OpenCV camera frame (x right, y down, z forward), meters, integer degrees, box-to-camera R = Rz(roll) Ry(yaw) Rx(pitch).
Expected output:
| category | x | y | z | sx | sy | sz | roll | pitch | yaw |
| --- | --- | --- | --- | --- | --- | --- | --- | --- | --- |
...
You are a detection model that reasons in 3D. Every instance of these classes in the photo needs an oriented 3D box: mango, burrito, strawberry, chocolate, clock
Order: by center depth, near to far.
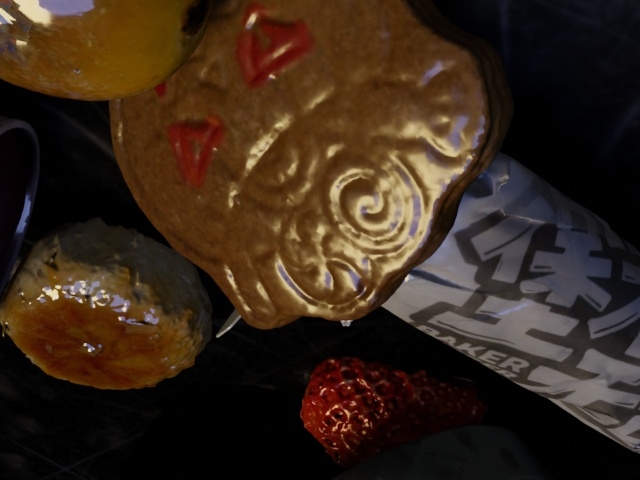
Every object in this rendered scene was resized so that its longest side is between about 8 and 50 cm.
| category | x | y | z | sx | sy | sz | roll | pitch | yaw |
| --- | --- | --- | --- | --- | --- | --- | --- | --- | --- |
| mango | -0.179 | -0.213 | 0.445 | 0.193 | 0.146 | 0.316 | -32 | 101 | 40 |
| burrito | 0.202 | 0.067 | 0.647 | 0.445 | 0.101 | 0.139 | 32 | 111 | -27 |
| strawberry | 0.067 | 0.177 | 0.857 | 0.188 | 0.082 | 0.121 | 0 | 135 | 21 |
| clock | 0.067 | 0.327 | 0.875 | 0.386 | 0.076 | 0.386 | -20 | 143 | -16 |
| chocolate | -0.100 | 0.303 | 0.990 | 0.206 | 0.224 | 0.177 | -7 | 158 | 23 |

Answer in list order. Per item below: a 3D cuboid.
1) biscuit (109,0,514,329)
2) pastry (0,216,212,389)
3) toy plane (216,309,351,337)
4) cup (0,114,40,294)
| category | x | y | z | sx | sy | sz | roll | pitch | yaw |
| --- | --- | --- | --- | --- | --- | --- | --- | --- | --- |
| biscuit | -0.031 | -0.072 | 0.526 | 0.257 | 0.049 | 0.273 | 52 | 132 | 11 |
| pastry | -0.200 | 0.066 | 0.789 | 0.182 | 0.093 | 0.192 | 34 | 136 | -29 |
| toy plane | -0.001 | -0.005 | 0.682 | 0.160 | 0.082 | 0.234 | 42 | 119 | -15 |
| cup | -0.378 | -0.032 | 0.684 | 0.273 | 0.208 | 0.288 | 20 | 177 | -5 |
